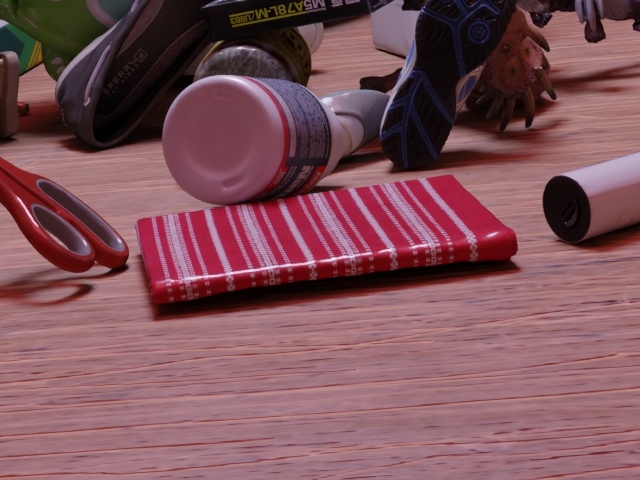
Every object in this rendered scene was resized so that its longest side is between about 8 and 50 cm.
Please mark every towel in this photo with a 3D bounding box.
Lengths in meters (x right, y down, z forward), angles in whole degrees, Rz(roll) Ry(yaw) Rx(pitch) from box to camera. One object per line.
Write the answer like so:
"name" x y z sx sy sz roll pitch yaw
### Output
"towel" 0.000 0.000 1.434 0.275 0.031 0.199 -8 15 -7

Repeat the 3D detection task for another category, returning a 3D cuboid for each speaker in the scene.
"speaker" 0.238 -0.038 1.443 0.136 0.055 0.055 -16 18 -33

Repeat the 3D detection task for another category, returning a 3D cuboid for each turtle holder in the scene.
"turtle holder" -0.248 -0.327 2.030 0.320 0.227 0.243 15 45 -16

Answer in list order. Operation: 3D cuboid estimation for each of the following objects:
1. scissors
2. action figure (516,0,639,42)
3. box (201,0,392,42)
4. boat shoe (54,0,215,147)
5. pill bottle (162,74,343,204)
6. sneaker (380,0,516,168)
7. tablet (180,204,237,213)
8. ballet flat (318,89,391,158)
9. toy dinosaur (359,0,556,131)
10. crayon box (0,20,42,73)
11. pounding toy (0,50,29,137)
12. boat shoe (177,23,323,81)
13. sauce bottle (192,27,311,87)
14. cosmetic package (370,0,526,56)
"scissors" -0.275 -0.069 1.449 0.297 0.021 0.109 38 20 4
"action figure" 0.288 -0.260 2.016 0.285 0.099 0.185 5 19 -21
"box" 0.004 -0.250 1.863 0.184 0.045 0.191 -5 17 27
"boat shoe" -0.144 -0.231 1.925 0.112 0.335 0.095 34 11 -35
"pill bottle" -0.049 -0.085 1.595 0.108 0.108 0.180 1 3 23
"sneaker" 0.112 -0.168 1.717 0.080 0.211 0.081 29 5 -3
"tablet" -0.088 -0.017 1.572 0.054 0.006 0.083 -9 15 -12
"ballet flat" -0.025 -0.088 1.731 0.213 0.072 0.068 -9 42 -10
"toy dinosaur" 0.177 -0.180 1.887 0.200 0.127 0.296 15 8 30
"crayon box" -0.475 -0.266 2.489 0.202 0.081 0.318 -2 16 11
"pounding toy" -0.395 -0.200 2.076 0.155 0.154 0.269 -15 18 -32
"boat shoe" -0.149 -0.241 2.229 0.305 0.109 0.091 -9 20 0
"sauce bottle" -0.066 -0.183 1.975 0.111 0.111 0.344 -4 17 5
"cosmetic package" 0.151 -0.327 2.291 0.151 0.183 0.151 -10 17 -18
